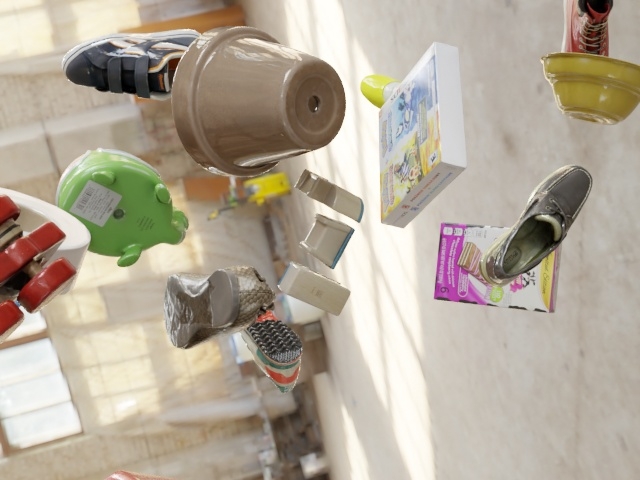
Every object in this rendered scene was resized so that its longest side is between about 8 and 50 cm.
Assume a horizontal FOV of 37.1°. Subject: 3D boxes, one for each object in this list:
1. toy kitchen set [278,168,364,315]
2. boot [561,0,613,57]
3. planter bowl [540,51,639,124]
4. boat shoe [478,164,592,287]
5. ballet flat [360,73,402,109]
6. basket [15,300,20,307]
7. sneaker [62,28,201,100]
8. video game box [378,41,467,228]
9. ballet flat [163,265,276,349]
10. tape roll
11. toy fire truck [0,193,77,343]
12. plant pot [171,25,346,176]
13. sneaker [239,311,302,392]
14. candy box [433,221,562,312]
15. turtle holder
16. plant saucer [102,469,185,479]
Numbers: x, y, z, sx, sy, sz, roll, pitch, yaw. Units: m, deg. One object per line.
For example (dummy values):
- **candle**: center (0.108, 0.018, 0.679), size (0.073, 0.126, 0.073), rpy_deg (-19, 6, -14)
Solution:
- **toy kitchen set**: center (0.000, 0.000, 1.727), size (0.207, 0.122, 0.166), rpy_deg (-61, 32, 4)
- **boot**: center (0.504, -0.367, 1.773), size (0.176, 0.088, 0.245), rpy_deg (-73, -25, -77)
- **planter bowl**: center (0.485, -0.258, 1.681), size (0.217, 0.217, 0.091), rpy_deg (-164, 88, -79)
- **boat shoe**: center (0.320, -0.020, 1.359), size (0.080, 0.223, 0.073), rpy_deg (47, 169, -10)
- **ballet flat**: center (0.193, -0.287, 2.013), size (0.077, 0.230, 0.077), rpy_deg (-65, 19, -11)
- **basket**: center (-0.730, 0.117, 1.819), size (0.201, 0.254, 0.289), rpy_deg (46, 179, 41)
- **sneaker**: center (-0.404, -0.382, 2.107), size (0.126, 0.320, 0.128), rpy_deg (92, 163, -55)
- **video game box**: center (0.141, -0.149, 1.371), size (0.187, 0.048, 0.205), rpy_deg (128, 148, -55)
- **ballet flat**: center (-0.108, 0.064, 0.972), size (0.250, 0.058, 0.084), rpy_deg (-21, 74, 63)
- **tape roll**: center (-0.568, -0.004, 1.726), size (0.100, 0.286, 0.286), rpy_deg (-68, 21, 14)
- **toy fire truck**: center (-0.531, 0.088, 1.457), size (0.169, 0.302, 0.254), rpy_deg (47, 129, -4)
- **plant pot**: center (-0.083, -0.235, 1.613), size (0.229, 0.263, 0.263), rpy_deg (8, 116, 46)
- **sneaker**: center (-0.070, 0.109, 1.092), size (0.161, 0.057, 0.075), rpy_deg (49, 148, 44)
- **candy box**: center (0.348, 0.052, 1.874), size (0.071, 0.233, 0.159), rpy_deg (9, -94, -66)
- **turtle holder**: center (-0.449, -0.097, 2.201), size (0.227, 0.320, 0.244), rpy_deg (-129, 41, -55)
- **plant saucer**: center (-0.269, 0.351, 1.125), size (0.048, 0.258, 0.259), rpy_deg (57, -178, 22)
